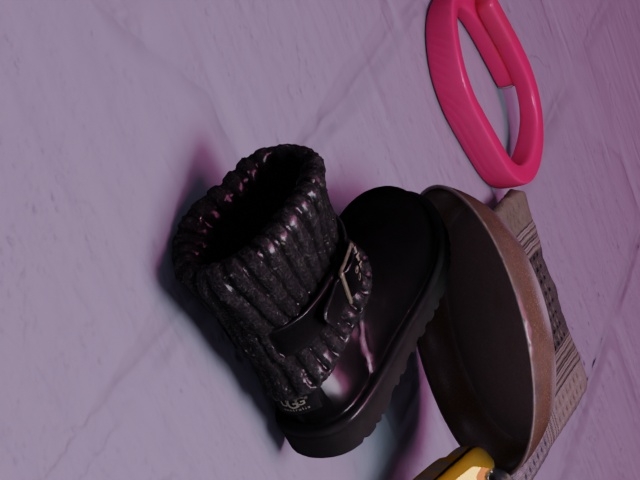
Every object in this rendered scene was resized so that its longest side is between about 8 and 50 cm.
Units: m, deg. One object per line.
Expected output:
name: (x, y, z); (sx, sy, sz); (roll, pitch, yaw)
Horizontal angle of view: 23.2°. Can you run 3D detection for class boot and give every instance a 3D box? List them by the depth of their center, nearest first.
boot: (0.003, 0.000, 1.462); (0.260, 0.131, 0.348); (61, 33, -32)

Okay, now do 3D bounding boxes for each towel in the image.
towel: (0.237, 0.125, 1.978); (0.324, 0.056, 0.312); (-39, 112, -58)

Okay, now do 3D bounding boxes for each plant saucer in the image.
plant saucer: (0.169, 0.090, 1.624); (0.310, 0.050, 0.311); (167, -90, -74)

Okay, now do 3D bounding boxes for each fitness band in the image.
fitness band: (0.217, -0.199, 2.048); (0.291, 0.054, 0.209); (53, 39, -39)

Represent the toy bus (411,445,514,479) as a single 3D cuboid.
toy bus: (0.194, 0.375, 1.624); (0.108, 0.130, 0.333); (-37, 99, -24)
